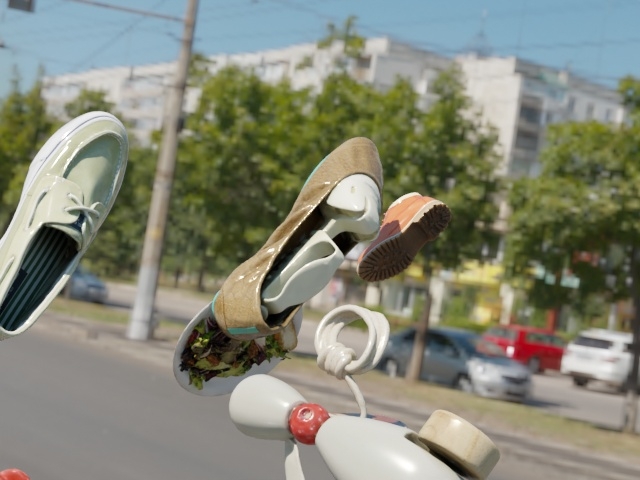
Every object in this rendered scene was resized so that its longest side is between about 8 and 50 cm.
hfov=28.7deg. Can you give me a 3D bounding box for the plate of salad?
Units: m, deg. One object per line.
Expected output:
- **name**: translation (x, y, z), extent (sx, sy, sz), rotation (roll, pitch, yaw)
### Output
- **plate of salad**: translation (-0.105, 0.141, 1.690), extent (0.200, 0.200, 0.048), rotation (12, 28, -45)

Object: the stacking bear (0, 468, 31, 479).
- **stacking bear**: translation (-0.282, 0.290, 0.847), extent (0.175, 0.289, 0.164), rotation (8, -17, 15)

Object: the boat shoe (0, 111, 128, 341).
- **boat shoe**: translation (-0.292, -0.012, 1.404), extent (0.094, 0.302, 0.109), rotation (6, -27, 48)

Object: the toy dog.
- **toy dog**: translation (0.057, 0.244, 1.338), extent (0.333, 0.220, 0.161), rotation (48, -7, 49)

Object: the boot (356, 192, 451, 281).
- **boot**: translation (0.105, -0.006, 1.776), extent (0.084, 0.158, 0.059), rotation (39, -14, 54)

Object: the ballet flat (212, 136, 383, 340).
- **ballet flat**: translation (0.000, 0.000, 1.615), extent (0.124, 0.342, 0.116), rotation (9, -40, 53)
